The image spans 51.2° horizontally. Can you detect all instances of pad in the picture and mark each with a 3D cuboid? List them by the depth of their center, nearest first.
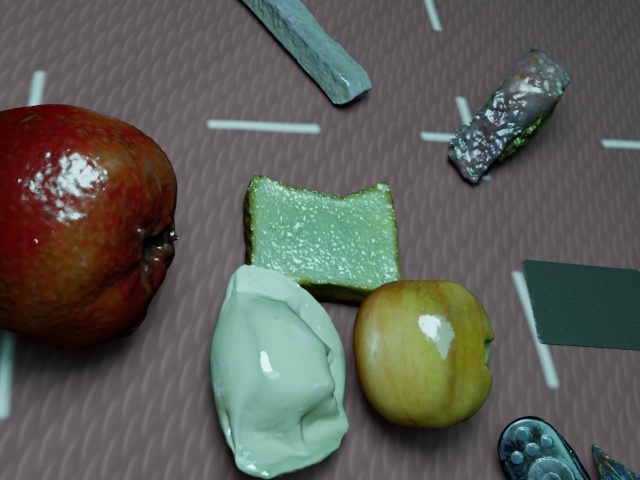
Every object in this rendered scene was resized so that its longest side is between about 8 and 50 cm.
[{"bbox_3d":[0.417,0.099,1.026,0.211,0.003,0.143,6,59,-13],"label":"pad"}]

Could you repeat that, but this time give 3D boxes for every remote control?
[{"bbox_3d":[0.310,0.341,0.820,0.090,0.066,0.266,-31,73,9],"label":"remote control"}]

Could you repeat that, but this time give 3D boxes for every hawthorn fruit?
[{"bbox_3d":[-0.314,-0.029,0.751,0.307,0.265,0.265,14,55,16],"label":"hawthorn fruit"}]

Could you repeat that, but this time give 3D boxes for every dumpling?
[{"bbox_3d":[-0.040,0.151,0.795,0.179,0.131,0.252,6,58,-31],"label":"dumpling"}]

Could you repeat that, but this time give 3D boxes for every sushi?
[{"bbox_3d":[0.314,-0.210,1.086,0.107,0.161,0.241,41,57,8],"label":"sushi"}]

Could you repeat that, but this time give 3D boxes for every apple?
[{"bbox_3d":[0.130,0.140,0.825,0.199,0.199,0.199,7,58,-12],"label":"apple"}]

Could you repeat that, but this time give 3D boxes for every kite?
[{"bbox_3d":[0.397,0.330,0.833,0.232,0.009,0.189,16,27,-36],"label":"kite"}]

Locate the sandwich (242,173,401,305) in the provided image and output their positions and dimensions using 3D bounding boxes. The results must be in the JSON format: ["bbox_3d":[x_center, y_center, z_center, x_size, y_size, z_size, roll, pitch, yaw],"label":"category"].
[{"bbox_3d":[0.000,0.000,0.928,0.214,0.065,0.186,5,59,-13],"label":"sandwich"}]

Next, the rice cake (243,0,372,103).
[{"bbox_3d":[-0.058,-0.377,1.138,0.070,0.064,0.399,-27,70,-38],"label":"rice cake"}]
